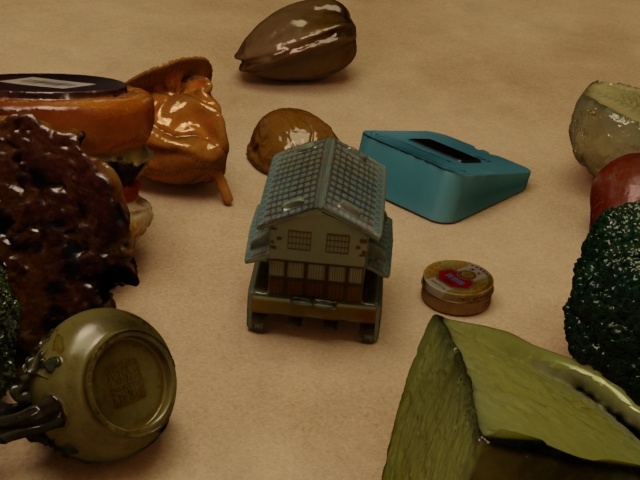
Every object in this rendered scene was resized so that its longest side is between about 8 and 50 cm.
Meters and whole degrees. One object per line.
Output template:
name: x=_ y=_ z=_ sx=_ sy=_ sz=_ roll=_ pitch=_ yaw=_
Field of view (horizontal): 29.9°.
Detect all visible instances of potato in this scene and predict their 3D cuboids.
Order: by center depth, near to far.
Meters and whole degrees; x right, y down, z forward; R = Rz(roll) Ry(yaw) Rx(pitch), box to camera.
potato: x=0.222 y=0.254 z=1.254 sx=0.280 sy=0.212 sz=0.330 roll=19 pitch=17 yaw=-10

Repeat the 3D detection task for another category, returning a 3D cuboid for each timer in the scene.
timer: x=0.211 y=-0.118 z=2.062 sx=0.232 sy=0.091 sz=0.250 roll=27 pitch=24 yaw=37

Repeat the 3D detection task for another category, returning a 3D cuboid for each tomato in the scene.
tomato: x=0.519 y=-0.061 z=1.894 sx=0.181 sy=0.155 sz=0.214 roll=-2 pitch=30 yaw=-2

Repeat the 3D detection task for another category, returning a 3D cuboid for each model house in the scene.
model house: x=0.000 y=0.000 z=1.637 sx=0.198 sy=0.215 sz=0.224 roll=4 pitch=28 yaw=4

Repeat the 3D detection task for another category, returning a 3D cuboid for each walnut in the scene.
walnut: x=-0.047 y=-0.183 z=2.104 sx=0.167 sy=0.087 sz=0.211 roll=-12 pitch=32 yaw=-20

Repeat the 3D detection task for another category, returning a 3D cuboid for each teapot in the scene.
teapot: x=-0.273 y=0.170 z=1.365 sx=0.269 sy=0.173 sz=0.182 roll=-23 pitch=10 yaw=-42

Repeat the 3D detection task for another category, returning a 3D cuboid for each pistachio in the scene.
pistachio: x=-0.050 y=-0.405 z=2.454 sx=0.260 sy=0.163 sz=0.213 roll=-12 pitch=9 yaw=-3

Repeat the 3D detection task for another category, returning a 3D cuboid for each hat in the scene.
hat: x=-0.213 y=-0.145 z=1.984 sx=0.233 sy=0.244 sz=0.233 roll=-35 pitch=73 yaw=-9

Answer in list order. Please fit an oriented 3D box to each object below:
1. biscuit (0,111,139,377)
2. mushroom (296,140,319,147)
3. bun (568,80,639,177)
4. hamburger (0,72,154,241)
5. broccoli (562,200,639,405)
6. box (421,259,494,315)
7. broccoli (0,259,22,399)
biscuit: x=-0.375 y=0.006 z=1.503 sx=0.289 sy=0.334 sz=0.081 roll=-19 pitch=-3 yaw=-4
mushroom: x=-0.002 y=-0.091 z=1.912 sx=0.148 sy=0.112 sz=0.148 roll=-13 pitch=53 yaw=17
bun: x=0.549 y=-0.167 z=2.084 sx=0.259 sy=0.152 sz=0.259 roll=16 pitch=27 yaw=-8
hamburger: x=-0.397 y=-0.103 z=1.700 sx=0.330 sy=0.250 sz=0.330 roll=1 pitch=14 yaw=0
broccoli: x=0.461 y=0.088 z=1.547 sx=0.297 sy=0.297 sz=0.297 roll=26 pitch=-3 yaw=35
box: x=0.196 y=0.067 z=1.723 sx=0.105 sy=0.037 sz=0.105 roll=4 pitch=28 yaw=-2
broccoli: x=-0.532 y=0.079 z=1.378 sx=0.361 sy=0.252 sz=0.221 roll=3 pitch=34 yaw=1
